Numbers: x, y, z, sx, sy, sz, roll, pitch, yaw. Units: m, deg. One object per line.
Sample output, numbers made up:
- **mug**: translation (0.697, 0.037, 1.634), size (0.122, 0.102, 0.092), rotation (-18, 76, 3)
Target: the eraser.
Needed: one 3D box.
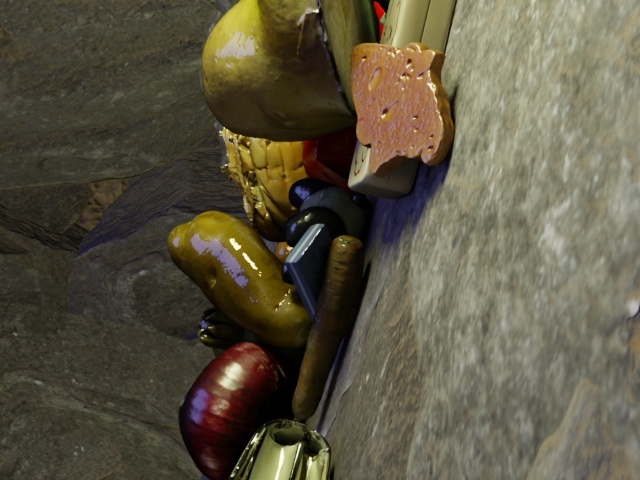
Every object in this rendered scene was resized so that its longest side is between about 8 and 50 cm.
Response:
- **eraser**: translation (-0.003, 0.057, 1.781), size (0.082, 0.036, 0.225), rotation (-55, -29, -21)

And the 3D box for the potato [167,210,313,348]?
- **potato**: translation (-0.132, 0.071, 2.014), size (0.369, 0.176, 0.195), rotation (38, 122, 36)

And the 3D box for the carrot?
- **carrot**: translation (0.011, 0.152, 1.774), size (0.070, 0.070, 0.342), rotation (-96, 19, -68)

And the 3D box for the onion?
- **onion**: translation (-0.114, 0.324, 1.964), size (0.273, 0.285, 0.273), rotation (-36, -39, -37)

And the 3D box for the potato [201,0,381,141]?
- **potato**: translation (-0.076, -0.306, 1.720), size (0.397, 0.296, 0.290), rotation (51, -144, -57)

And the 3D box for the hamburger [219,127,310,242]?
- **hamburger**: translation (-0.067, -0.143, 2.146), size (0.318, 0.158, 0.318), rotation (37, -133, -55)

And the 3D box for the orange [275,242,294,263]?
- **orange**: translation (-0.066, 0.031, 2.509), size (0.085, 0.085, 0.085), rotation (-166, 90, -82)

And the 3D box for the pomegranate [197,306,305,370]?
- **pomegranate**: translation (-0.121, 0.198, 2.160), size (0.159, 0.190, 0.241), rotation (60, 177, 41)

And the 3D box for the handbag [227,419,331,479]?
- **handbag**: translation (-0.099, 0.457, 1.701), size (0.358, 0.160, 0.236), rotation (113, 175, -51)

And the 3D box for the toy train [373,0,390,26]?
- **toy train**: translation (0.110, -0.406, 1.723), size (0.104, 0.071, 0.178), rotation (-58, -34, -4)

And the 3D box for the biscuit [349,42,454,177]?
- **biscuit**: translation (0.104, -0.185, 1.475), size (0.183, 0.043, 0.280), rotation (-57, 35, 20)

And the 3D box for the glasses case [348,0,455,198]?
- **glasses case**: translation (0.121, -0.232, 1.610), size (0.144, 0.076, 0.336), rotation (156, 128, -81)

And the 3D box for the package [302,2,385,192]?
- **package**: translation (0.059, -0.286, 1.993), size (0.196, 0.123, 0.423), rotation (162, 120, -79)

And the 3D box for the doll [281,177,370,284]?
- **doll**: translation (0.000, 0.000, 1.878), size (0.234, 0.135, 0.143), rotation (106, 171, -47)
